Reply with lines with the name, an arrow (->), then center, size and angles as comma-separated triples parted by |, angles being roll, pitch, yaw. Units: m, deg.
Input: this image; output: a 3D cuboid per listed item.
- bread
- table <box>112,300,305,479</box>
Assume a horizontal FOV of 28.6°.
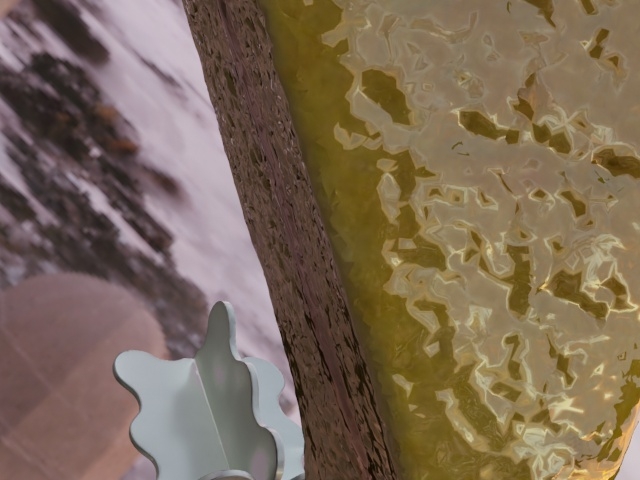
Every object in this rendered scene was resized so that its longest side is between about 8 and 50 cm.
bread -> 0.000, 0.000, 0.488 | 0.245, 0.362, 0.233 | 14, 3, -15
table -> -0.084, 0.167, 1.072 | 0.166, 0.166, 0.198 | 42, 17, -44
